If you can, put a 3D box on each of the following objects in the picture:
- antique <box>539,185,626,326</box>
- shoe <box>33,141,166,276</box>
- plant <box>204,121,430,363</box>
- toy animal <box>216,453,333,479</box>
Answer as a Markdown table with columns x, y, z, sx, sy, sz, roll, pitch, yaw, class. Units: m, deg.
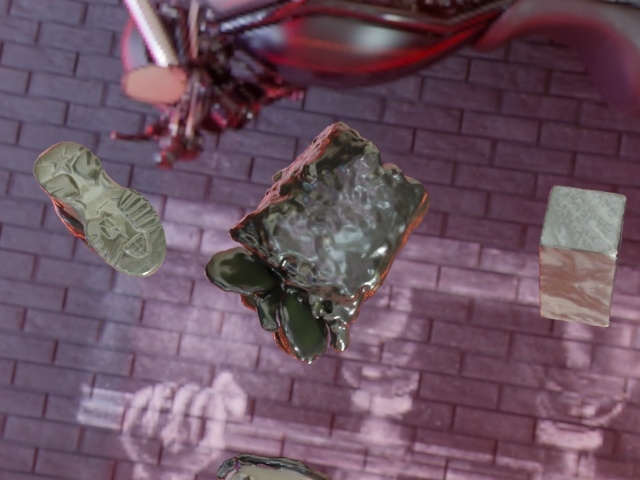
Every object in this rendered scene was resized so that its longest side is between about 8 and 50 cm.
| x | y | z | sx | sy | sz | roll | pitch | yaw | class |
| --- | --- | --- | --- | --- | --- | --- | --- | --- | --- |
| 0.309 | 0.025 | 1.332 | 0.088 | 0.086 | 0.183 | 10 | 149 | 16 | antique |
| -0.219 | -0.019 | 1.132 | 0.169 | 0.071 | 0.099 | 44 | 160 | 15 | shoe |
| 0.000 | 0.000 | 1.390 | 0.199 | 0.276 | 0.188 | 38 | 179 | -5 | plant |
| -0.060 | 0.383 | 1.101 | 0.247 | 0.310 | 0.183 | 6 | -172 | -30 | toy animal |
